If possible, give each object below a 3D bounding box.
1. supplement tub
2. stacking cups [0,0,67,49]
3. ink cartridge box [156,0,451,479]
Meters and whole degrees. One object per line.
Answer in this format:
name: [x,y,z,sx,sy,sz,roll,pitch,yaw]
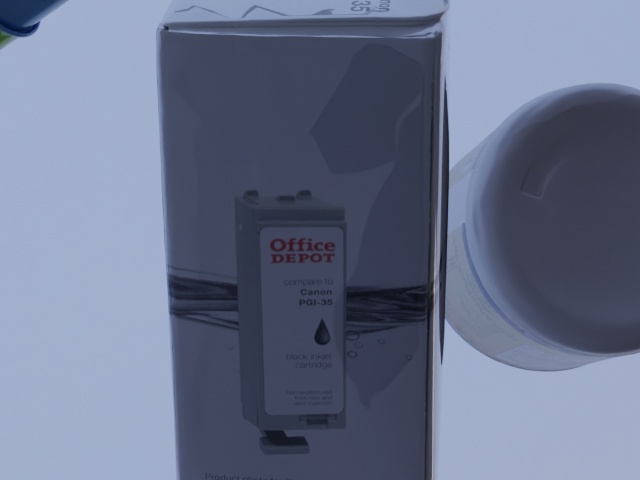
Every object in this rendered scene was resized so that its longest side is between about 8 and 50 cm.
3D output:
supplement tub: [0.215,-0.001,1.621,0.228,0.228,0.316,-36,-2,-9]
stacking cups: [-0.211,-0.193,1.303,0.316,0.096,0.096,-28,-37,28]
ink cartridge box: [0.000,0.000,0.840,0.117,0.207,0.283,2,-65,4]
